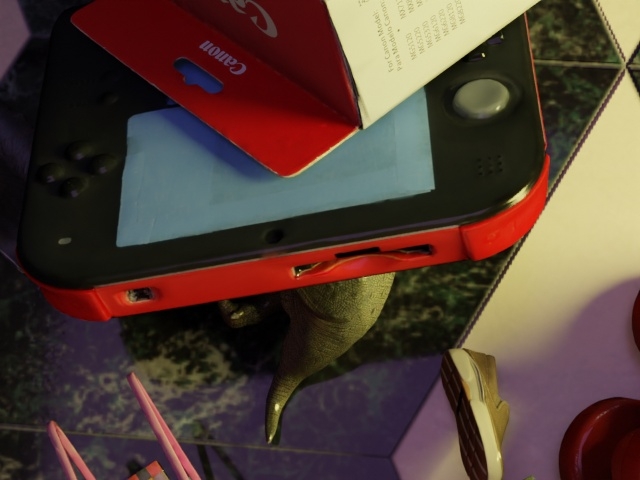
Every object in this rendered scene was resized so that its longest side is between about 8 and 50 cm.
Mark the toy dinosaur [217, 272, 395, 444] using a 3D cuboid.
[{"bbox_3d":[0.000,0.000,1.341,0.160,0.121,0.314,6,73,21],"label":"toy dinosaur"}]

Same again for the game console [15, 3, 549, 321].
[{"bbox_3d":[-0.031,-0.100,1.296,0.386,0.060,0.342,-9,48,8],"label":"game console"}]

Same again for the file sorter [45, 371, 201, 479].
[{"bbox_3d":[-0.194,0.260,1.215,0.290,0.182,0.202,-31,35,-5],"label":"file sorter"}]

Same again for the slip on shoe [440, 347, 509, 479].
[{"bbox_3d":[0.126,0.134,1.311,0.041,0.051,0.135,2,35,-13],"label":"slip on shoe"}]

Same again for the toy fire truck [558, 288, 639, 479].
[{"bbox_3d":[0.337,0.154,1.261,0.254,0.169,0.302,31,81,-8],"label":"toy fire truck"}]

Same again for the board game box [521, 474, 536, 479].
[{"bbox_3d":[0.130,0.380,1.260,0.233,0.078,0.347,-26,76,-1],"label":"board game box"}]

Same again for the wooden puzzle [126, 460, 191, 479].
[{"bbox_3d":[-0.138,0.209,1.362,0.083,0.006,0.049,-34,76,-3],"label":"wooden puzzle"}]

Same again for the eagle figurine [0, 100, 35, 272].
[{"bbox_3d":[-0.344,-0.077,1.381,0.226,0.225,0.298,-10,110,43],"label":"eagle figurine"}]

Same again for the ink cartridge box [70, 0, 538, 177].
[{"bbox_3d":[-0.026,-0.224,1.294,0.272,0.130,0.309,-38,47,-18],"label":"ink cartridge box"}]
